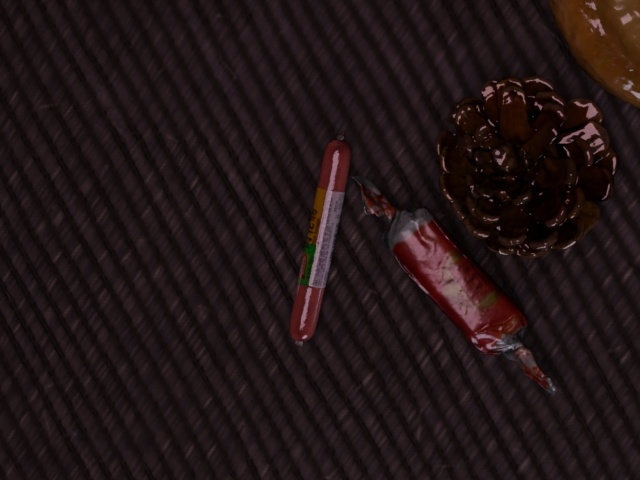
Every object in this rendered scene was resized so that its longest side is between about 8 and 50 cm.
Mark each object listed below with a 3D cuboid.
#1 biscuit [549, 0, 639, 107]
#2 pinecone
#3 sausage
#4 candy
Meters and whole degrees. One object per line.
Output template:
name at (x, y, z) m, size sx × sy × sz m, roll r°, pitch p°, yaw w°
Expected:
biscuit at (0.322, -0.257, 1.719) m, size 0.213 × 0.091 × 0.274 m, roll 5°, pitch 101°, yaw -10°
pinecone at (0.194, -0.072, 1.726) m, size 0.150 × 0.195 × 0.179 m, roll -33°, pitch 78°, yaw 29°
sausage at (0.000, 0.000, 1.833) m, size 0.029 × 0.029 × 0.223 m, roll 12°, pitch 97°, yaw 7°
candy at (0.134, 0.041, 1.790) m, size 0.059 × 0.086 × 0.292 m, roll -42°, pitch 90°, yaw 7°
